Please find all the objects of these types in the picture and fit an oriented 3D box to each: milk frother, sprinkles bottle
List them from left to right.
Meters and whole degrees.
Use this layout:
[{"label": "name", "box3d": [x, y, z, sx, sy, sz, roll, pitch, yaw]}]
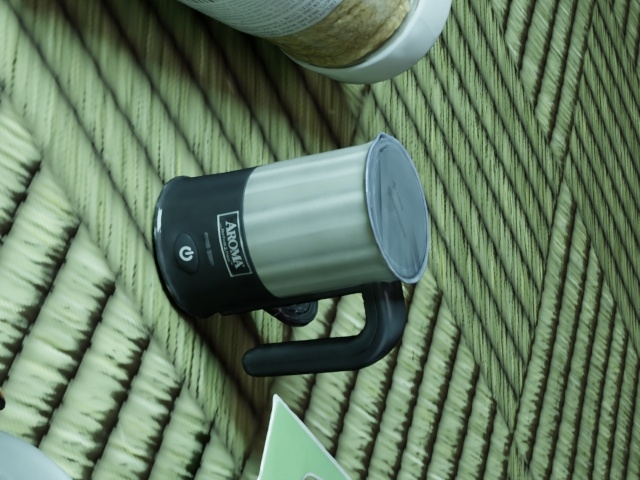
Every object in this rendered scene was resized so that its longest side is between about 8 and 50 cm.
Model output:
[{"label": "sprinkles bottle", "box3d": [-0.042, -0.183, 1.058, 0.355, 0.121, 0.121, 18, 65, -63]}, {"label": "milk frother", "box3d": [0.000, 0.000, 1.064, 0.143, 0.134, 0.129, -54, 130, -58]}]

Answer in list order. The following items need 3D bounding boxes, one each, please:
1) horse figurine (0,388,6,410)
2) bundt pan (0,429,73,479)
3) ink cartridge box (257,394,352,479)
[{"label": "horse figurine", "box3d": [-0.193, -0.012, 0.727, 0.174, 0.066, 0.263, -70, 137, -67]}, {"label": "bundt pan", "box3d": [-0.112, 0.203, 0.565, 0.331, 0.124, 0.331, 174, -90, -78]}, {"label": "ink cartridge box", "box3d": [-0.028, 0.229, 1.011, 0.171, 0.056, 0.235, 53, 35, -45]}]
